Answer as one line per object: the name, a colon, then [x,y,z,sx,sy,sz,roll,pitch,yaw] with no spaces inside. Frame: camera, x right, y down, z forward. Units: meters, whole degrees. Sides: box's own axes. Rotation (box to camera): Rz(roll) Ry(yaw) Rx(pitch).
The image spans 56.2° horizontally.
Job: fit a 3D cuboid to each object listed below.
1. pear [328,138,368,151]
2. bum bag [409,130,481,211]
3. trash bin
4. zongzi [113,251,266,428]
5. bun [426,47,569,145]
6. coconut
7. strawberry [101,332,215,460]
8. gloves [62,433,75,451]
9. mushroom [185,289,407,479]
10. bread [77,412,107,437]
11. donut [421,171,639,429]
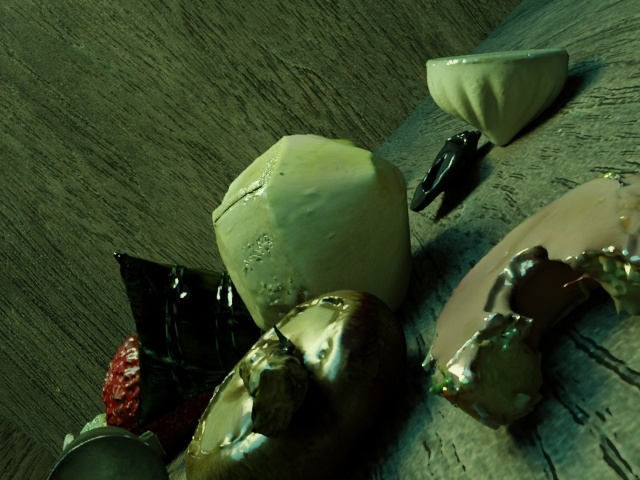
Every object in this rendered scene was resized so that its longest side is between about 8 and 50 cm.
pear: [0.023,-0.138,1.655,0.309,0.309,0.309,-45,7,7]
bum bag: [0.258,-0.148,1.192,0.137,0.074,0.310,-56,-5,33]
trash bin: [-0.398,0.452,1.102,0.252,0.203,0.301,-26,-2,-24]
zongzi: [-0.231,0.222,1.193,0.319,0.383,0.362,-116,35,-75]
bun: [0.333,-0.269,1.137,0.263,0.175,0.263,-5,16,1]
coconut: [0.000,0.000,0.937,0.352,0.352,0.352,-45,7,7]
strawberry: [-0.381,0.354,1.384,0.257,0.261,0.261,-45,7,17]
gloves: [-0.513,0.516,1.263,0.127,0.212,0.111,-35,-13,34]
mushroom: [-0.024,0.181,0.680,0.297,0.163,0.278,-47,-1,-10]
bread: [-0.498,0.522,1.417,0.158,0.261,0.156,-35,-33,12]
donut: [0.191,0.043,0.479,0.233,0.085,0.199,-42,9,29]
